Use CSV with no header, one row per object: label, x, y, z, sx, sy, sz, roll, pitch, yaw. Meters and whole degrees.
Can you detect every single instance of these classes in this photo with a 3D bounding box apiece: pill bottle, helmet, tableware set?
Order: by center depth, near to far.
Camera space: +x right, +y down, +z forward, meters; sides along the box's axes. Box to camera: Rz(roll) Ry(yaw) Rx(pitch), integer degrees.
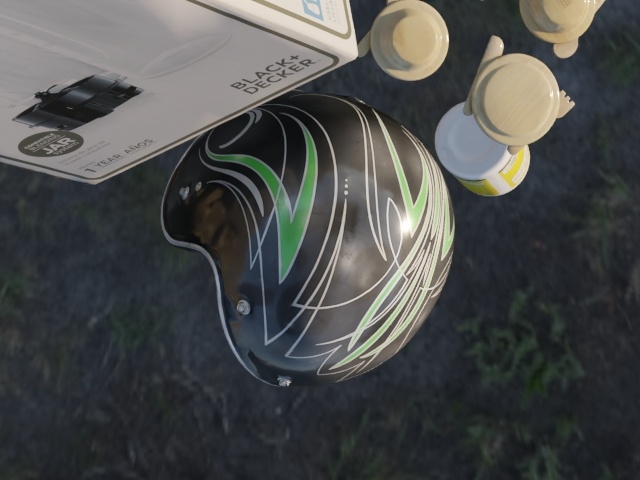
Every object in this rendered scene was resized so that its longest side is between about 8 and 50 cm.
helmet,0.000,0.000,0.977,0.169,0.161,0.169,-20,131,-25
tableware set,0.115,-0.152,1.111,0.168,0.020,0.141,33,87,-13
pill bottle,0.136,-0.071,1.325,0.065,0.116,0.065,-3,80,16

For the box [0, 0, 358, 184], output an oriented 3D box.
box,-0.142,-0.112,0.607,0.169,0.087,0.290,-23,157,36
